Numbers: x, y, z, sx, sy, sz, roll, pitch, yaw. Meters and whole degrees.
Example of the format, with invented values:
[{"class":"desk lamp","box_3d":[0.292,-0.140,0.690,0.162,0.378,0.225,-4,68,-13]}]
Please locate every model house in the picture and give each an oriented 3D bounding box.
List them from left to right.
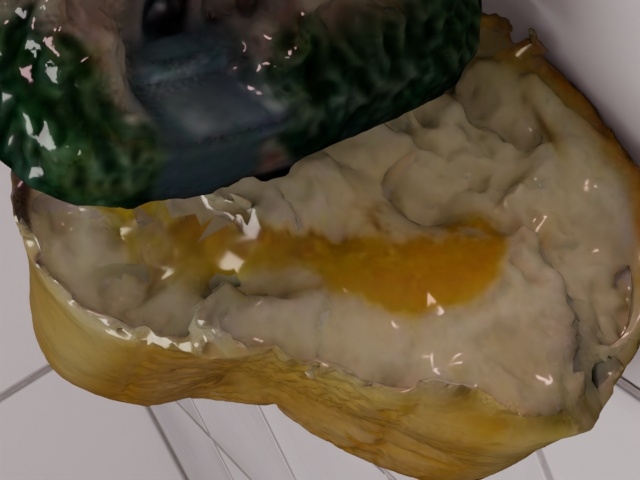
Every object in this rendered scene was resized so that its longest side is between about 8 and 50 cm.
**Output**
[{"class":"model house","box_3d":[-0.053,-0.208,0.934,0.243,0.298,0.284,49,142,27]}]

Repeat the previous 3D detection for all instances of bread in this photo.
[{"class":"bread","box_3d":[0.000,0.000,1.206,0.361,0.250,0.394,15,166,-3]}]
